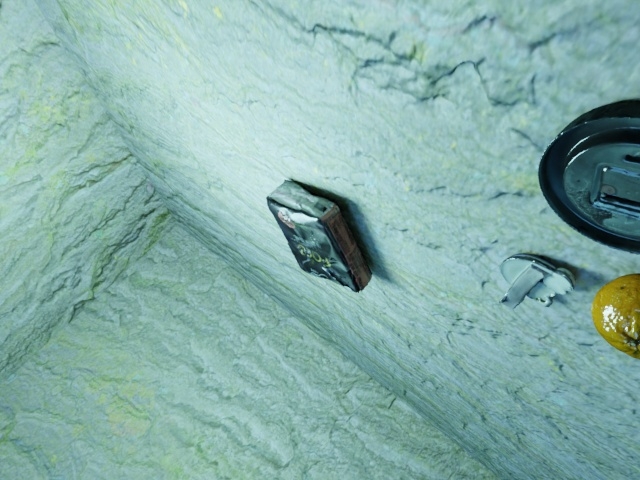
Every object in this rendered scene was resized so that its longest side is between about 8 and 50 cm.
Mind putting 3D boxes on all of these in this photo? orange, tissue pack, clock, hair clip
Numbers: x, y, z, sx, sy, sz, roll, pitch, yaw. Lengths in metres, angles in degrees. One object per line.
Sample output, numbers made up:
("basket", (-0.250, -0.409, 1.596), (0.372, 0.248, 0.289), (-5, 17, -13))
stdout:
("orange", (0.469, 0.114, 0.641), (0.135, 0.117, 0.135), (43, 164, 16))
("tissue pack", (0.000, 0.000, 1.252), (0.245, 0.123, 0.332), (26, 154, 42))
("clock", (0.382, -0.071, 0.538), (0.215, 0.042, 0.215), (36, 159, 17))
("hair clip", (0.386, 0.077, 0.818), (0.116, 0.049, 0.172), (31, 155, 16))
